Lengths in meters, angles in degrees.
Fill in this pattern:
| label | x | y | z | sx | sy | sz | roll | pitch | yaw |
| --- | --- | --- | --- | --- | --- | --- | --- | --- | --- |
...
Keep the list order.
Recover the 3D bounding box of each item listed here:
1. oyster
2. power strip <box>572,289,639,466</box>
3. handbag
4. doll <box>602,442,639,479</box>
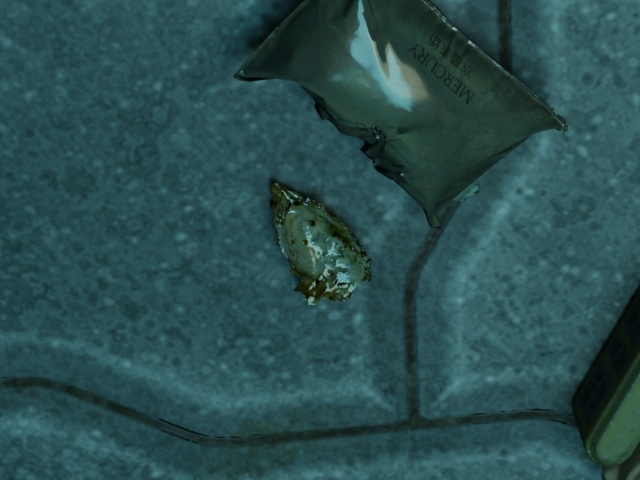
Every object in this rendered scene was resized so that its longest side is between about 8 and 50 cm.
| label | x | y | z | sx | sy | sz | roll | pitch | yaw |
| --- | --- | --- | --- | --- | --- | --- | --- | --- | --- |
| oyster | 0.000 | 0.000 | 1.791 | 0.086 | 0.029 | 0.132 | -13 | 115 | -6 |
| power strip | 0.344 | 0.040 | 1.812 | 0.066 | 0.092 | 0.387 | 23 | 112 | -12 |
| handbag | 0.066 | -0.130 | 1.686 | 0.182 | 0.117 | 0.270 | -39 | 116 | 23 |
| doll | 0.331 | 0.290 | 1.931 | 0.154 | 0.119 | 0.278 | 13 | 120 | -13 |
